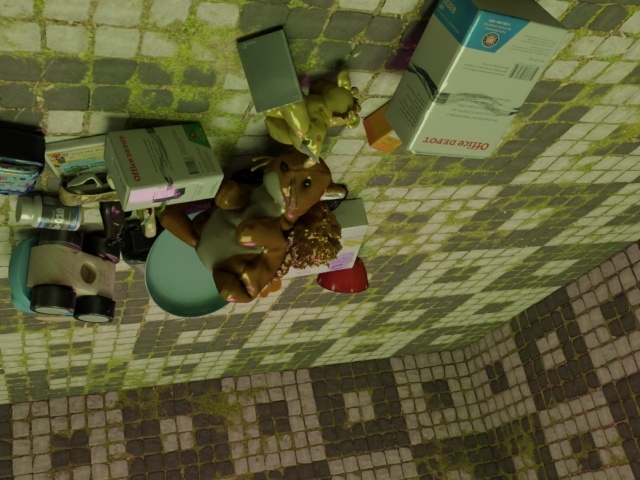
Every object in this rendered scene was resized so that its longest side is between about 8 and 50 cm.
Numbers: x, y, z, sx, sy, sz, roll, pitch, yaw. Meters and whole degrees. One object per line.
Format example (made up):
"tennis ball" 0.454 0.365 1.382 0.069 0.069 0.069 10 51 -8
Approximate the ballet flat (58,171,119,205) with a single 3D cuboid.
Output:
"ballet flat" -0.487 -0.123 1.566 0.206 0.073 0.067 -13 143 -7

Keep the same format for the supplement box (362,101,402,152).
"supplement box" 0.208 -0.292 1.584 0.080 0.078 0.233 10 149 -42

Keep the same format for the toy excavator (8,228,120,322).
"toy excavator" -0.749 0.130 1.960 0.445 0.222 0.433 -8 161 26

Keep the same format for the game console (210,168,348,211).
"game console" -0.100 -0.114 1.884 0.361 0.044 0.213 2 154 -31

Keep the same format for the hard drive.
"hard drive" -0.094 -0.317 1.312 0.094 0.135 0.022 -15 -168 7

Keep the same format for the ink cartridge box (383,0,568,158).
"ink cartridge box" 0.295 -0.325 1.372 0.223 0.129 0.307 0 134 -30

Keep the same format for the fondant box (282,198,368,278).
"fondant box" 0.000 0.000 2.133 0.238 0.096 0.330 -9 158 -10

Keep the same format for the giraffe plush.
"giraffe plush" -0.006 -0.272 1.437 0.170 0.210 0.181 -37 164 -17

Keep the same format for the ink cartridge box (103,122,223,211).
"ink cartridge box" -0.332 -0.157 1.465 0.208 0.153 0.087 -11 154 -31

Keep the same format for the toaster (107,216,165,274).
"toaster" -0.447 0.019 1.901 0.227 0.129 0.146 -13 160 -3

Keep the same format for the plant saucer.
"plant saucer" -0.314 0.055 1.828 0.317 0.043 0.318 -17 124 -28

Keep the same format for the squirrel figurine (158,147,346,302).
"squirrel figurine" -0.107 -0.057 1.694 0.370 0.281 0.397 -47 151 10

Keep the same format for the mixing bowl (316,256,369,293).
"mixing bowl" 0.079 0.099 2.352 0.181 0.181 0.098 -3 111 -21

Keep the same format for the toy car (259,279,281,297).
"toy car" -0.216 0.100 2.000 0.219 0.238 0.210 15 102 -59

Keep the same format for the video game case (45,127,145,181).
"video game case" -0.480 -0.173 1.571 0.227 0.026 0.206 -10 157 -5

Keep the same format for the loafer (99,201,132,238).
"loafer" -0.501 -0.063 1.726 0.078 0.080 0.220 -14 170 -19

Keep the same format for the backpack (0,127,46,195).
"backpack" -0.656 -0.150 1.417 0.158 0.117 0.173 8 153 -38

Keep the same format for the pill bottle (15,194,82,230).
"pill bottle" -0.647 -0.067 1.660 0.137 0.078 0.078 5 151 -37

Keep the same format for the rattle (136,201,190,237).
"rattle" -0.378 -0.076 1.686 0.142 0.130 0.199 7 166 -18
